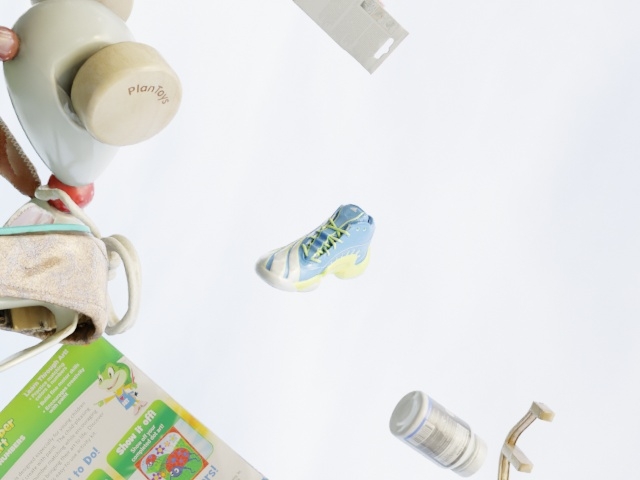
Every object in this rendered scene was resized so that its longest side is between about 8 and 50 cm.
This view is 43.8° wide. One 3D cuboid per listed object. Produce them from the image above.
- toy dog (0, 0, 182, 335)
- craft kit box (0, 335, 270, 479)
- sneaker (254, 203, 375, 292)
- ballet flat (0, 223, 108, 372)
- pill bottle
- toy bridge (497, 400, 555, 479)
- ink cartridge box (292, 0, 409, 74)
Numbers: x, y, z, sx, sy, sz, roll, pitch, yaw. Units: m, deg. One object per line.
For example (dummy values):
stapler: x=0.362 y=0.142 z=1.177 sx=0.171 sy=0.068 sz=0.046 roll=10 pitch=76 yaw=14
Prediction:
toy dog: x=-0.247 y=-0.081 z=0.675 sx=0.220 sy=0.161 sz=0.334 roll=38 pitch=-59 yaw=41
craft kit box: x=-0.208 y=0.245 z=0.721 sx=0.246 sy=0.061 sz=0.250 roll=39 pitch=-105 yaw=10
sneaker: x=0.000 y=0.000 z=1.195 sx=0.091 sy=0.240 sz=0.126 roll=33 pitch=-66 yaw=28
ballet flat: x=-0.250 y=0.041 z=0.490 sx=0.107 sy=0.316 sz=0.106 roll=-17 pitch=-100 yaw=34
pill bottle: x=0.174 y=0.286 z=1.168 sx=0.078 sy=0.137 sz=0.078 roll=-46 pitch=-162 yaw=20
toy bridge: x=0.294 y=0.325 z=1.194 sx=0.063 sy=0.026 sz=0.188 roll=-128 pitch=-126 yaw=-68
ink cartridge box: x=0.033 y=-0.237 z=0.840 sx=0.063 sy=0.115 sz=0.029 roll=-45 pitch=-174 yaw=18
